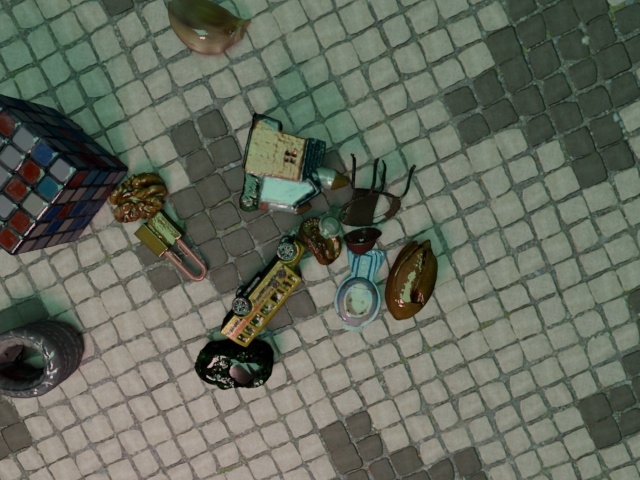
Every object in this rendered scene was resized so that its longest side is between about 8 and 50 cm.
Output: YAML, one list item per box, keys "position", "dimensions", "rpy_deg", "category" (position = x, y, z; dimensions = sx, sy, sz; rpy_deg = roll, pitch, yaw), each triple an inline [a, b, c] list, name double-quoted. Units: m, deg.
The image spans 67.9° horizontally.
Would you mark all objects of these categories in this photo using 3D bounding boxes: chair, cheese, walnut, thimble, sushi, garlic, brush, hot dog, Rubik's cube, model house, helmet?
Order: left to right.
- position: [-0.828, 0.342, 1.379]
  dimensions: [0.236, 0.172, 0.205]
  rpy_deg: [-26, 93, 2]
  category: "thimble"
- position: [-0.751, -0.172, 1.252]
  dimensions: [0.292, 0.287, 0.293]
  rpy_deg: [42, 97, -3]
  category: "Rubik's cube"
- position: [-0.522, -0.124, 1.346]
  dimensions: [0.170, 0.069, 0.143]
  rpy_deg: [-28, 69, 5]
  category: "walnut"
- position: [-0.421, 0.027, 1.389]
  dimensions: [0.103, 0.047, 0.233]
  rpy_deg: [-43, 95, 6]
  category: "brush"
- position: [-0.346, -0.602, 1.289]
  dimensions: [0.266, 0.149, 0.128]
  rpy_deg: [36, 133, -7]
  category: "garlic"
- position: [-0.248, 0.357, 1.383]
  dimensions: [0.224, 0.127, 0.124]
  rpy_deg: [2, 98, 3]
  category: "sushi"
- position: [-0.068, -0.179, 1.282]
  dimensions: [0.290, 0.184, 0.254]
  rpy_deg: [13, 96, -1]
  category: "model house"
- position: [0.000, 0.000, 1.358]
  dimensions: [0.099, 0.065, 0.147]
  rpy_deg: [-35, 95, -28]
  category: "hot dog"
- position: [0.034, -0.050, 1.341]
  dimensions: [0.067, 0.121, 0.026]
  rpy_deg: [38, 139, -4]
  category: "cheese"
- position: [0.114, 0.141, 1.380]
  dimensions: [0.135, 0.052, 0.245]
  rpy_deg: [11, 86, 0]
  category: "cheese"
- position: [0.122, 0.009, 1.357]
  dimensions: [0.111, 0.089, 0.057]
  rpy_deg: [-16, 117, -15]
  category: "helmet"
- position: [0.142, -0.123, 1.296]
  dimensions: [0.174, 0.149, 0.213]
  rpy_deg: [4, 107, -28]
  category: "chair"
- position: [0.257, 0.110, 1.340]
  dimensions: [0.137, 0.137, 0.246]
  rpy_deg: [20, 88, -1]
  category: "walnut"

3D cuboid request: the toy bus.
- position: [-0.152, 0.139, 1.358]
  dimensions: [0.123, 0.121, 0.336]
  rpy_deg: [39, 96, -10]
  category: "toy bus"
